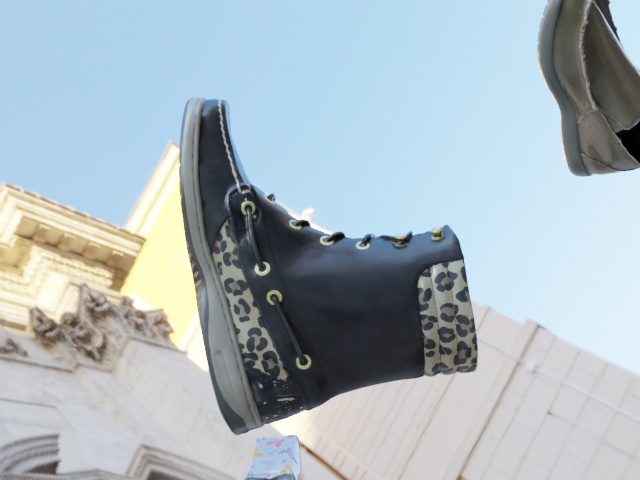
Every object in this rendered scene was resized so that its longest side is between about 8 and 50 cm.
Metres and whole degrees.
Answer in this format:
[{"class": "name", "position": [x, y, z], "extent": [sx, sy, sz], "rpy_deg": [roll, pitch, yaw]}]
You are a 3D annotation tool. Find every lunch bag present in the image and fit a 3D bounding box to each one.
[{"class": "lunch bag", "position": [-0.039, 0.229, 0.650], "extent": [0.053, 0.071, 0.083], "rpy_deg": [-8, -76, 5]}]

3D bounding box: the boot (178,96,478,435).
[{"class": "boot", "position": [0.000, 0.001, 0.505], "extent": [0.179, 0.236, 0.085], "rpy_deg": [-11, -13, -2]}]

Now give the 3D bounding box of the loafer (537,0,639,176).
[{"class": "loafer", "position": [0.273, -0.156, 0.686], "extent": [0.094, 0.087, 0.251], "rpy_deg": [-61, -39, -22]}]
